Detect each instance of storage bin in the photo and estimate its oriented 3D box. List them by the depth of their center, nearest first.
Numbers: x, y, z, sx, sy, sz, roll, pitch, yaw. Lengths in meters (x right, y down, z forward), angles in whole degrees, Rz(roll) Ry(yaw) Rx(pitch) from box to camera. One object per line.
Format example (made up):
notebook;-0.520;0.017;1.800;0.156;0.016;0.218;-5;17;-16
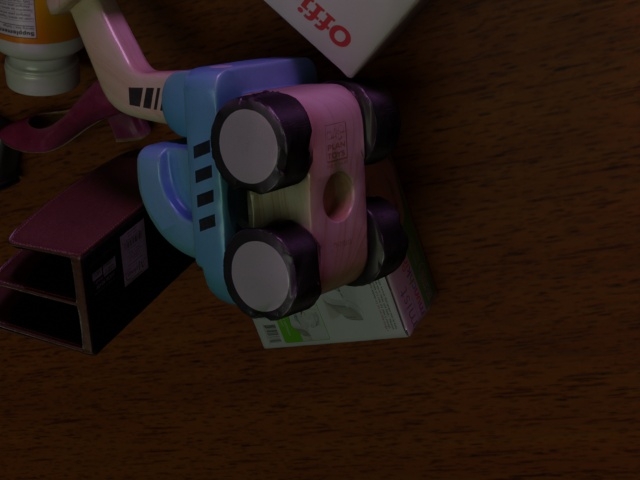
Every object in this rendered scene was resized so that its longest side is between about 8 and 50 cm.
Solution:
storage bin;-0.522;-0.147;1.750;0.135;0.098;0.091;27;116;11

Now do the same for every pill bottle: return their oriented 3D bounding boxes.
pill bottle;-0.378;-0.324;1.539;0.136;0.136;0.245;16;124;19

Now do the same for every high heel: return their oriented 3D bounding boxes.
high heel;-0.363;-0.192;1.638;0.244;0.082;0.117;0;124;23

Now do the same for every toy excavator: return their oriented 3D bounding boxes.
toy excavator;-0.146;-0.142;1.374;0.445;0.222;0.432;7;107;36

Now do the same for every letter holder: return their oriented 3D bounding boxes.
letter holder;-0.324;-0.003;1.593;0.215;0.302;0.152;12;122;22

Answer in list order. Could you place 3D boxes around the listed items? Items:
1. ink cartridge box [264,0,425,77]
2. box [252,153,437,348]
ink cartridge box;0.067;-0.416;1.237;0.285;0.166;0.395;42;128;-1
box;0.000;0.000;1.538;0.231;0.127;0.261;-9;112;30
